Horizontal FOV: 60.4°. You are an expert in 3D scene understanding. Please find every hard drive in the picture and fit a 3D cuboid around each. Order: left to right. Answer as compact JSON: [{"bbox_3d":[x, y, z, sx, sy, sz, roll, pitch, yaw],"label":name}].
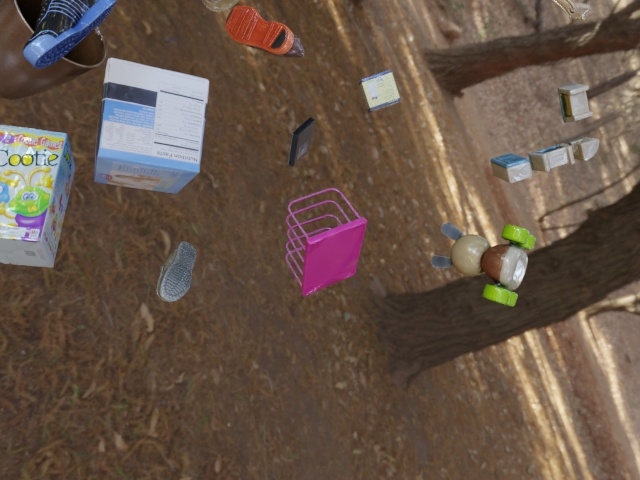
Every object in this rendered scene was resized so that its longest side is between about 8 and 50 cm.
[{"bbox_3d":[-0.058,-0.300,1.677,0.022,0.135,0.094,34,57,13],"label":"hard drive"}]

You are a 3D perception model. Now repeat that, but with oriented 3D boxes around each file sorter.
[{"bbox_3d":[0.000,0.000,1.780,0.182,0.202,0.290,56,-24,31],"label":"file sorter"}]

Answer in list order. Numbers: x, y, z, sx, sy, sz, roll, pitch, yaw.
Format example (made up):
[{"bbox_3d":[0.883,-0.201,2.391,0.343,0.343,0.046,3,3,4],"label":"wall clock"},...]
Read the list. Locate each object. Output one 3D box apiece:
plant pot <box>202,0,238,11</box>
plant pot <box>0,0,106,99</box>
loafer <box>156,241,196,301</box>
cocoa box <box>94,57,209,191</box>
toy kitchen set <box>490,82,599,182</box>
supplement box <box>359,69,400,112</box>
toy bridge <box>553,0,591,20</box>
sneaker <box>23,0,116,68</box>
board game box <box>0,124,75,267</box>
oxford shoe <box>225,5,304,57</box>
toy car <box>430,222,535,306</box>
[{"bbox_3d":[-0.348,-0.948,1.993,0.032,0.236,0.236,44,19,16],"label":"plant pot"},{"bbox_3d":[-0.636,-0.415,1.209,0.215,0.230,0.215,44,31,-35],"label":"plant pot"},{"bbox_3d":[-0.471,0.112,1.781,0.094,0.087,0.251,43,31,-23],"label":"loafer"},{"bbox_3d":[-0.430,-0.261,1.365,0.231,0.347,0.228,7,83,-23],"label":"cocoa box"},{"bbox_3d":[0.493,-0.245,1.246,0.122,0.207,0.166,-94,167,-75],"label":"toy kitchen set"},{"bbox_3d":[0.152,-0.382,1.414,0.056,0.083,0.083,-95,166,-83],"label":"supplement box"},{"bbox_3d":[0.419,-0.465,0.982,0.026,0.063,0.188,110,-22,-56],"label":"toy bridge"},{"bbox_3d":[-0.459,-0.392,0.965,0.090,0.081,0.232,40,46,-20],"label":"sneaker"},{"bbox_3d":[-0.656,-0.097,1.227,0.142,0.144,0.275,6,63,-13],"label":"board game box"},{"bbox_3d":[-0.154,-0.547,1.470,0.271,0.097,0.098,39,15,32],"label":"oxford shoe"},{"bbox_3d":[0.333,0.035,1.165,0.149,0.188,0.155,18,90,-59],"label":"toy car"}]
